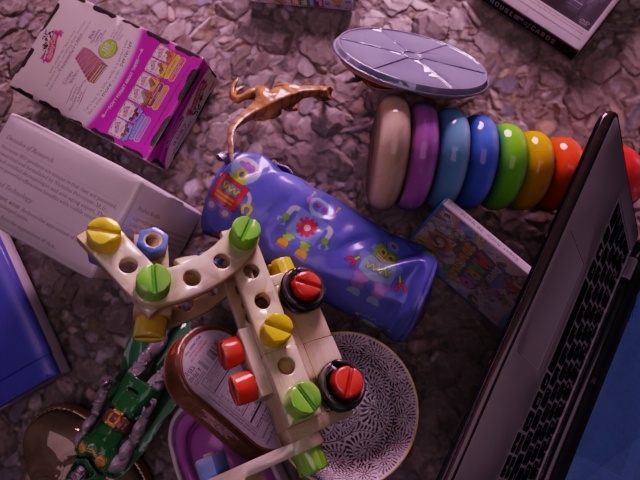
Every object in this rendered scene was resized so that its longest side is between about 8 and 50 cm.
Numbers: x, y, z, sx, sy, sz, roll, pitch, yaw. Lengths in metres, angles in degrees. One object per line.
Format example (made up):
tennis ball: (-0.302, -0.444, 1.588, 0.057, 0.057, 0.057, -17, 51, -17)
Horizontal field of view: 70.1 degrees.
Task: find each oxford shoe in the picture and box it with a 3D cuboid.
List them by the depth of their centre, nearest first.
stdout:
oxford shoe: (-0.265, 0.356, 0.540, 0.123, 0.130, 0.348, -36, 81, 1)

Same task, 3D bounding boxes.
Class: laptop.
laptop: (0.352, 0.161, 0.439, 0.236, 0.408, 0.382, 18, 76, 44)

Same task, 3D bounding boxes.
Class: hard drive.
hard drive: (-0.513, 0.093, 0.640, 0.210, 0.040, 0.319, -30, 82, 1)

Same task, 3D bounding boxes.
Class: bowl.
bowl: (0.024, 0.201, 0.551, 0.170, 0.080, 0.170, 3, 70, -9)

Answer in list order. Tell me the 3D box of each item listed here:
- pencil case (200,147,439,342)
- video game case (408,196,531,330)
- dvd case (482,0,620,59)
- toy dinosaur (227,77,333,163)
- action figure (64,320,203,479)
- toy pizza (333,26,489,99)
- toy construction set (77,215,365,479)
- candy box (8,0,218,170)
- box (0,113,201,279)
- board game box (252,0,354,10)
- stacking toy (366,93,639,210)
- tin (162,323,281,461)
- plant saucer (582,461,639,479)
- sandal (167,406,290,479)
pencil case: (0.000, 0.000, 0.569, 0.306, 0.119, 0.133, 30, 75, 8)
video game case: (0.187, 0.034, 0.550, 0.166, 0.119, 0.015, 42, 62, 8)
dvd case: (0.350, -0.395, 0.632, 0.179, 0.029, 0.239, 38, 88, 8)
toy dinosaur: (-0.074, -0.175, 0.586, 0.112, 0.064, 0.211, 17, 43, 42)
action figure: (-0.230, 0.196, 0.563, 0.137, 0.063, 0.232, 21, 66, 18)
toy pizza: (0.113, -0.221, 0.579, 0.201, 0.032, 0.201, 8, 41, -7)
toy construction set: (-0.088, 0.120, 0.443, 0.215, 0.151, 0.328, -12, 81, -29)
candy box: (-0.287, -0.222, 0.644, 0.233, 0.071, 0.159, 29, 87, 7)
box: (-0.277, -0.039, 0.565, 0.181, 0.181, 0.119, 27, 85, 8)
board game box: (-0.020, -0.396, 0.665, 0.154, 0.026, 0.104, 9, 84, 6)
stacking toy: (0.228, -0.093, 0.564, 0.330, 0.141, 0.141, 6, 83, -1)
tin: (-0.100, 0.182, 0.548, 0.189, 0.106, 0.040, 44, 131, -10)
plant saucer: (0.362, 0.359, 0.533, 0.199, 0.037, 0.200, -1, 82, 5)
sandal: (-0.071, 0.380, 0.535, 0.169, 0.102, 0.416, -34, 82, 0)
